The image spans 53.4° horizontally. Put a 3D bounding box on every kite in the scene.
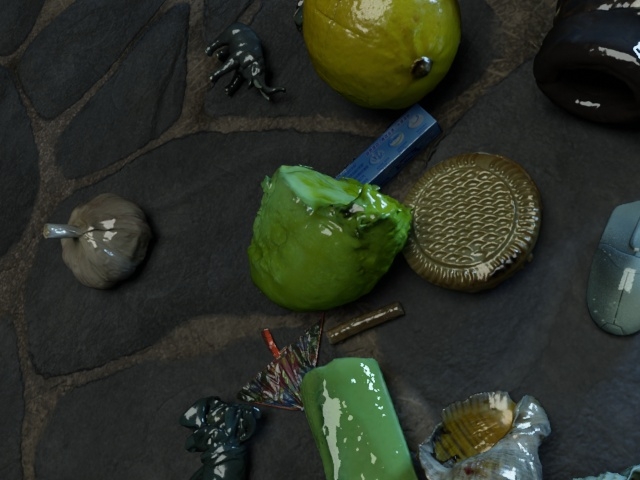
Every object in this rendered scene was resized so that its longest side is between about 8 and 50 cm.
[{"bbox_3d":[-0.060,0.231,1.158,0.232,0.009,0.189,-40,56,6],"label":"kite"}]

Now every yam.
[{"bbox_3d":[0.076,0.144,1.110,0.145,0.032,0.032,-25,61,16],"label":"yam"}]

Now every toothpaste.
[{"bbox_3d":[0.105,-0.139,1.198,0.272,0.053,0.066,-43,61,6],"label":"toothpaste"}]

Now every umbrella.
[{"bbox_3d":[-0.180,0.444,1.085,0.143,0.094,0.349,-7,69,30],"label":"umbrella"}]

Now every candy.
[{"bbox_3d":[0.067,0.350,0.982,0.142,0.132,0.343,-5,62,-21],"label":"candy"}]

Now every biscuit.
[{"bbox_3d":[0.247,-0.035,1.063,0.259,0.079,0.259,-10,66,23],"label":"biscuit"}]

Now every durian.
[{"bbox_3d":[0.000,0.000,1.094,0.256,0.204,0.340,46,132,27],"label":"durian"}]

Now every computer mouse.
[{"bbox_3d":[0.463,0.028,0.931,0.113,0.068,0.229,17,79,30],"label":"computer mouse"}]

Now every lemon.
[{"bbox_3d":[0.109,-0.385,1.159,0.297,0.297,0.297,-10,66,24],"label":"lemon"}]

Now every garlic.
[{"bbox_3d":[-0.491,-0.011,1.363,0.218,0.212,0.219,-8,73,27],"label":"garlic"}]

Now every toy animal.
[{"bbox_3d":[-0.177,-0.387,1.425,0.137,0.082,0.269,-34,58,13],"label":"toy animal"}]

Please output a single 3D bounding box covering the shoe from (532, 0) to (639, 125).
[{"bbox_3d":[0.528,-0.292,0.963,0.384,0.171,0.237,12,70,32],"label":"shoe"}]

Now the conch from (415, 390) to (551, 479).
[{"bbox_3d":[0.235,0.306,0.893,0.178,0.163,0.245,32,56,18],"label":"conch"}]

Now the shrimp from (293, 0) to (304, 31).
[{"bbox_3d":[0.054,-0.545,1.391,0.173,0.058,0.253,39,89,25],"label":"shrimp"}]

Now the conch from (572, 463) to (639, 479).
[{"bbox_3d":[0.403,0.366,0.791,0.172,0.131,0.200,-39,83,-22],"label":"conch"}]
